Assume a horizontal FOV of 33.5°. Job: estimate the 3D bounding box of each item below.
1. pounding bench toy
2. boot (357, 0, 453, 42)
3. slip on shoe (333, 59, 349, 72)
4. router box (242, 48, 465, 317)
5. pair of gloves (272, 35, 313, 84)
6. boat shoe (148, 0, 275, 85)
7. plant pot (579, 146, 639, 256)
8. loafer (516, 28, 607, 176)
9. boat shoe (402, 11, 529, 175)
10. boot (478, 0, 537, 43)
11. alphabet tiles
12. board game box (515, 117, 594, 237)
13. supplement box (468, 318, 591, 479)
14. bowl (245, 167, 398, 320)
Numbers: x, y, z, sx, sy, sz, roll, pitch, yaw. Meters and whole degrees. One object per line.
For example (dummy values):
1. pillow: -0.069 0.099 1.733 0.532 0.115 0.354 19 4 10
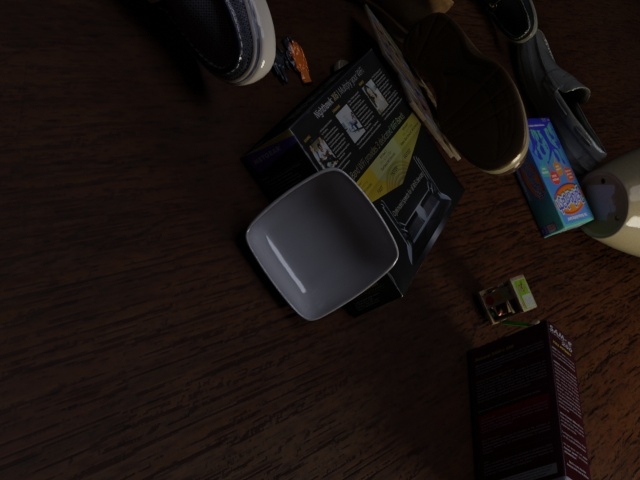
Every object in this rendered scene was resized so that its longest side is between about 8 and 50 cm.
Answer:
1. pounding bench toy: 0.275 0.102 1.551 0.052 0.065 0.083 -12 77 -57
2. boot: 0.086 -0.421 1.626 0.305 0.115 0.112 27 49 -41
3. slip on shoe: 0.074 -0.214 1.522 0.135 0.041 0.051 44 37 -26
4. router box: 0.056 -0.083 1.366 0.243 0.081 0.309 56 33 -11
5. pair of gloves: -0.043 -0.240 1.408 0.083 0.010 0.074 -10 76 -56
6. boat shoe: -0.193 -0.308 1.165 0.158 0.127 0.340 -26 81 -51
7. plant pot: 0.616 -0.072 2.028 0.274 0.256 0.256 -4 69 -37
8. loafer: 0.464 -0.274 2.046 0.112 0.111 0.319 9 60 -52
9. boat shoe: 0.233 -0.206 1.595 0.123 0.123 0.342 41 16 -44
10. boot: 0.304 -0.483 2.004 0.178 0.085 0.236 3 58 -51
11. alphabet tiles: 0.138 -0.225 1.568 0.198 0.009 0.237 47 18 -35
12. board game box: 0.405 -0.116 1.909 0.160 0.047 0.210 -14 79 -57
13. supplement box: 0.270 0.237 1.388 0.073 0.130 0.239 36 42 -36
14. bowl: 0.000 0.000 1.196 0.142 0.142 0.053 55 1 -12
